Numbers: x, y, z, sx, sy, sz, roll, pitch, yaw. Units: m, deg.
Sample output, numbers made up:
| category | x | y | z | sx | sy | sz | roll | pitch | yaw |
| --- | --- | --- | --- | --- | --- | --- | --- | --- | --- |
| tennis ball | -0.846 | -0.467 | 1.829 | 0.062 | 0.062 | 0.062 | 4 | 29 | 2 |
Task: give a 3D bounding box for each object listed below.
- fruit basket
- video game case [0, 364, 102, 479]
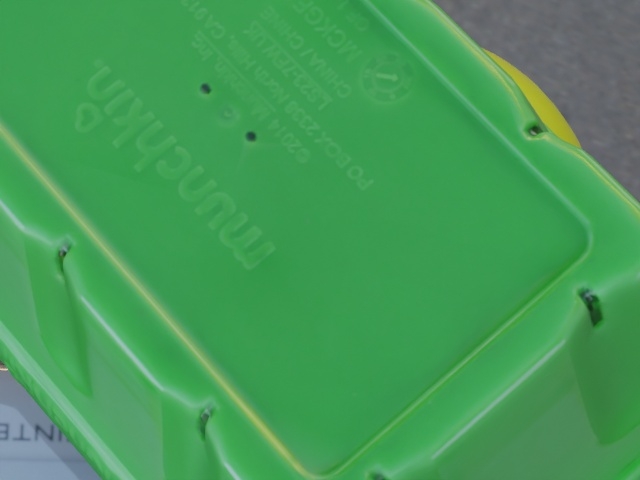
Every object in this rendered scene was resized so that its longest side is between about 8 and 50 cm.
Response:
| category | x | y | z | sx | sy | sz | roll | pitch | yaw |
| --- | --- | --- | --- | --- | --- | --- | --- | --- | --- |
| fruit basket | 0.000 | 0.000 | 0.829 | 0.283 | 0.392 | 0.392 | -40 | 51 | -8 |
| video game case | -0.187 | 0.221 | 0.869 | 0.036 | 0.300 | 0.329 | 146 | 126 | -78 |
